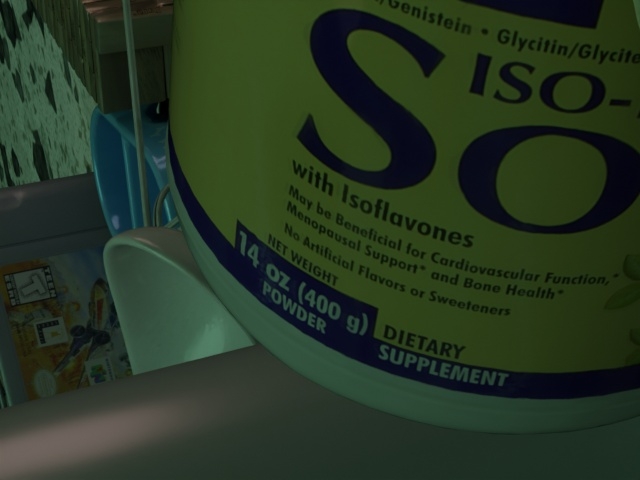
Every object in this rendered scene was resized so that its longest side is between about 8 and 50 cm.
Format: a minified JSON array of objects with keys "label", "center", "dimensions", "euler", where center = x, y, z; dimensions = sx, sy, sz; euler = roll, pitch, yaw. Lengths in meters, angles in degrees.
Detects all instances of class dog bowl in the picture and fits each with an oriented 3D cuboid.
[{"label":"dog bowl","center":[-0.132,-0.040,1.423],"dimensions":[0.297,0.074,0.166],"euler":[-140,42,-60]}]

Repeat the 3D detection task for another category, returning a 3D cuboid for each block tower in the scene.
[{"label":"block tower","center":[-0.201,-0.227,1.481],"dimensions":[0.335,0.091,0.097],"euler":[-128,30,-53]}]

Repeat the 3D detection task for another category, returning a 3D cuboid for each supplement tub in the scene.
[{"label":"supplement tub","center":[0.075,-0.124,0.508],"dimensions":[0.331,0.241,0.241],"euler":[98,153,-46]}]

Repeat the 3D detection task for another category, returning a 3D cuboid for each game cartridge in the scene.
[{"label":"game cartridge","center":[-0.218,0.081,1.550],"dimensions":[0.062,0.198,0.297],"euler":[137,118,-69]}]

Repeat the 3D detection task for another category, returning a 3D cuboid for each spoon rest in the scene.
[{"label":"spoon rest","center":[-0.092,0.071,1.157],"dimensions":[0.137,0.084,0.276],"euler":[34,162,11]}]

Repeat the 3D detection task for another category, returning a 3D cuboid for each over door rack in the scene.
[{"label":"over door rack","center":[-0.091,-0.135,1.181],"dimensions":[0.239,0.108,0.324],"euler":[151,103,-69]}]

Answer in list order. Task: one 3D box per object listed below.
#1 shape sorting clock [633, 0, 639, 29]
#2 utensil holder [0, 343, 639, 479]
[{"label":"shape sorting clock","center":[0.171,-0.068,0.352],"dimensions":[0.040,0.206,0.206],"euler":[-82,-5,-54]},{"label":"utensil holder","center":[-0.019,0.206,0.765],"dimensions":[0.327,0.385,0.327],"euler":[168,90,-72]}]
